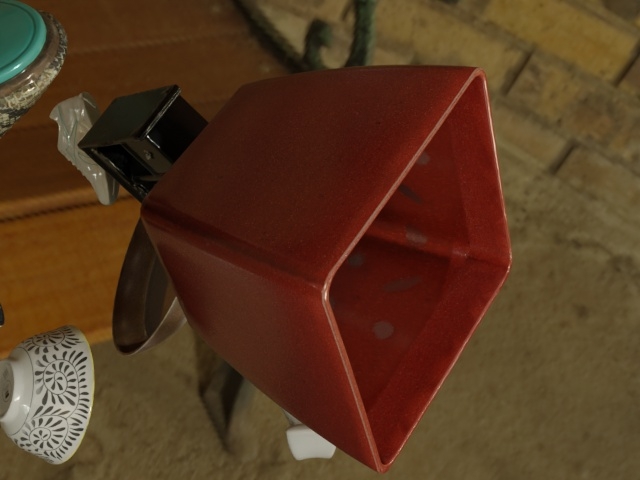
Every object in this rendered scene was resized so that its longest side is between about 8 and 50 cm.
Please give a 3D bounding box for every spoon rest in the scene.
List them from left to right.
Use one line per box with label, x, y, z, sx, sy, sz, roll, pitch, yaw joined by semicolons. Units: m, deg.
spoon rest;-0.015;0.157;1.427;0.137;0.084;0.276;-2;32;0

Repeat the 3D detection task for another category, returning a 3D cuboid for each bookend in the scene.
bookend;-0.152;-0.080;1.308;0.157;0.156;0.072;44;69;-25

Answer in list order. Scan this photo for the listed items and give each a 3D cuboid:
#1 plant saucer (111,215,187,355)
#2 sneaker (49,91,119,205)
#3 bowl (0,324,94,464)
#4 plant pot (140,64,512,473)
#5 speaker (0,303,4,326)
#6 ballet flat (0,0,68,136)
plant saucer;-0.196;0.013;1.673;0.050;0.310;0.310;22;42;-22
sneaker;-0.309;-0.117;1.642;0.054;0.061;0.152;-48;122;-75
bowl;-0.344;0.181;1.485;0.080;0.170;0.170;11;44;-37
plant pot;0.000;0.000;1.122;0.235;0.267;0.267;18;55;30
speaker;-0.405;0.093;1.302;0.136;0.055;0.055;-25;56;4
ballet flat;-0.433;-0.113;1.109;0.482;0.182;0.164;-3;51;10
